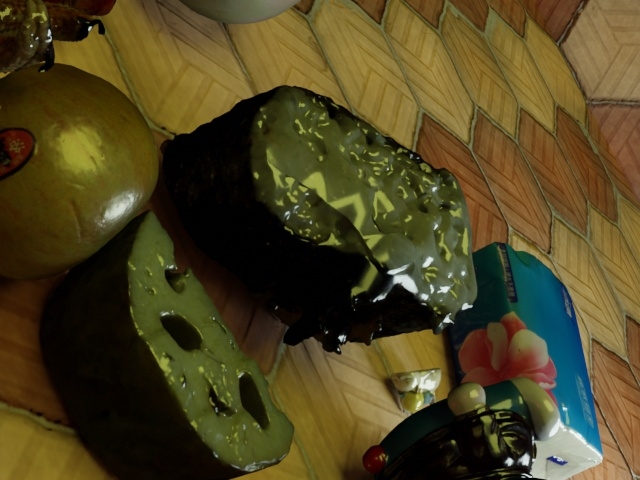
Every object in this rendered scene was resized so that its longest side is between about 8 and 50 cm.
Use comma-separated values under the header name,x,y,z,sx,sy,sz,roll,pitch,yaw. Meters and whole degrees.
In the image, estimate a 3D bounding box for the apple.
name,x,y,z,sx,sy,sz,roll,pitch,yaw
apple,-0.220,-0.058,0.952,0.155,0.182,0.182,51,28,-12

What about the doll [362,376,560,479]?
name,x,y,z,sx,sy,sz,roll,pitch,yaw
doll,0.176,0.315,1.226,0.240,0.284,0.310,-13,55,-23

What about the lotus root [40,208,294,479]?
name,x,y,z,sx,sy,sz,roll,pitch,yaw
lotus root,-0.133,0.106,1.004,0.235,0.119,0.138,60,27,-5

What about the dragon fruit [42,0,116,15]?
name,x,y,z,sx,sy,sz,roll,pitch,yaw
dragon fruit,-0.264,-0.246,1.132,0.125,0.125,0.246,34,43,6

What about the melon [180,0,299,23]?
name,x,y,z,sx,sy,sz,roll,pitch,yaw
melon,-0.083,-0.375,1.431,0.223,0.223,0.317,53,27,-16

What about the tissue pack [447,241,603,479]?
name,x,y,z,sx,sy,sz,roll,pitch,yaw
tissue pack,0.272,0.161,1.628,0.209,0.137,0.270,39,34,-39

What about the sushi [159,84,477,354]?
name,x,y,z,sx,sy,sz,roll,pitch,yaw
sushi,0.000,0.000,1.255,0.348,0.207,0.234,34,49,-34

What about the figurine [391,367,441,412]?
name,x,y,z,sx,sy,sz,roll,pitch,yaw
figurine,0.116,0.177,1.452,0.083,0.047,0.051,2,73,-55

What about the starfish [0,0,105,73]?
name,x,y,z,sx,sy,sz,roll,pitch,yaw
starfish,-0.318,-0.175,0.884,0.303,0.113,0.312,28,29,12
